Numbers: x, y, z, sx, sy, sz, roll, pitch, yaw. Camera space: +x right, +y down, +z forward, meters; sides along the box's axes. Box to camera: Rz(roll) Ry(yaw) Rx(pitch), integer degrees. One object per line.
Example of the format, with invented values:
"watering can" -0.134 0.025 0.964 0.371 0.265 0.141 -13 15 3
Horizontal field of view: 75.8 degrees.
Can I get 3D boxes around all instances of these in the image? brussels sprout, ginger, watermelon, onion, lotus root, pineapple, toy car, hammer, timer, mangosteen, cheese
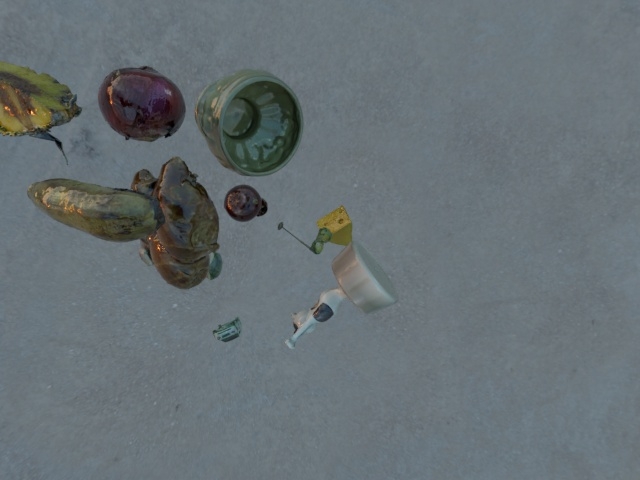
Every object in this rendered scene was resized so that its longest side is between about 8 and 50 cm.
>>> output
"brussels sprout" -0.001 0.001 1.229 0.046 0.051 0.083 37 87 -1
"ginger" -0.381 -0.047 1.075 0.153 0.357 0.274 -27 67 -40
"watermelon" -0.356 0.075 1.337 0.072 0.084 0.092 25 43 6
"onion" -0.592 -0.457 1.372 0.277 0.276 0.275 2 81 -13
"lotus root" -0.401 -0.053 0.739 0.259 0.110 0.097 11 70 12
"pineapple" -0.707 -0.329 1.018 0.335 0.161 0.158 22 115 8
"toy car" -0.360 0.360 1.629 0.090 0.224 0.076 -22 89 -7
"hammer" -0.071 -0.008 1.168 0.123 0.029 0.014 37 34 4
"timer" 0.028 0.144 0.981 0.266 0.175 0.175 -37 91 14
"mangosteen" -0.299 -0.135 1.633 0.156 0.181 0.145 38 78 15
"cheese" 0.083 -0.039 1.613 0.126 0.171 0.093 -31 58 12

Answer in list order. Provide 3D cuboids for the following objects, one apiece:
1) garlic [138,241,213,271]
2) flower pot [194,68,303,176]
"garlic" -0.558 0.029 1.610 0.322 0.322 0.241 44 79 -3
"flower pot" -0.224 -0.357 1.227 0.308 0.244 0.307 -21 127 -31
